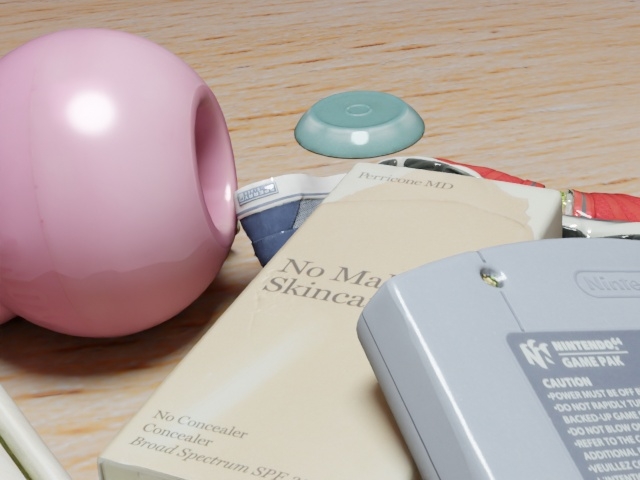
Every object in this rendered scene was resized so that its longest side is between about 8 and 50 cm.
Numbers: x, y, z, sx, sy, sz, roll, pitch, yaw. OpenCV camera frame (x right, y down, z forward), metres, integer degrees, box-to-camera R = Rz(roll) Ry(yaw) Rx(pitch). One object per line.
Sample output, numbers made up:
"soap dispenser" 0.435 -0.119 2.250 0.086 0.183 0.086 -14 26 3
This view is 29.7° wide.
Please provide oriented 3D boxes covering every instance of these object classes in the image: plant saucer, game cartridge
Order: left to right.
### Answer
"plant saucer" 0.035 -0.110 1.093 0.119 0.021 0.119 -2 30 1
"game cartridge" 0.168 0.085 0.570 0.297 0.062 0.198 2 42 -31

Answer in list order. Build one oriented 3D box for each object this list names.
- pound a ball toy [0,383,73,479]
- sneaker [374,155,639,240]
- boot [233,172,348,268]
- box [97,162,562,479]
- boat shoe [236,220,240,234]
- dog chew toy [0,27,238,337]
"pound a ball toy" -0.223 0.154 0.582 0.208 0.136 0.319 -52 48 -1
"sneaker" 0.161 0.006 0.827 0.279 0.107 0.118 18 23 22
"boot" 0.000 0.000 0.874 0.069 0.086 0.190 -18 -4 26
"box" 0.026 0.083 0.660 0.148 0.121 0.311 9 32 21
"boat shoe" -0.123 -0.019 0.927 0.137 0.049 0.043 14 38 33
"dog chew toy" -0.229 -0.027 0.818 0.332 0.206 0.206 -7 29 10
